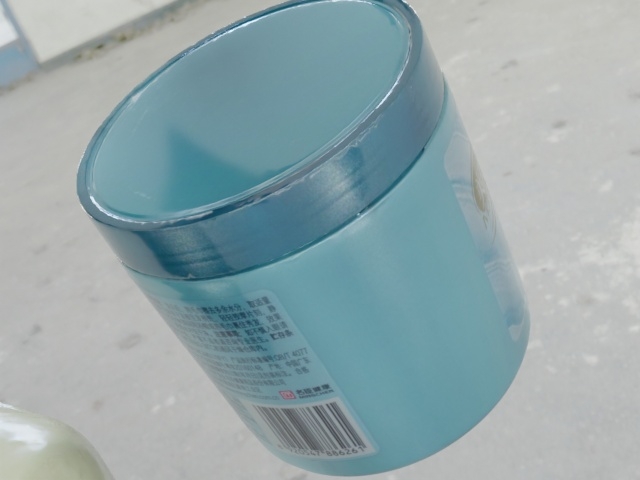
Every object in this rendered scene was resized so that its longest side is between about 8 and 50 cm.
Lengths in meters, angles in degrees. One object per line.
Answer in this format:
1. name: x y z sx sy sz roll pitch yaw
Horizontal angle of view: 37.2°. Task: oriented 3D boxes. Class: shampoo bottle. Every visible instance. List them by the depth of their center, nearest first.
1. shampoo bottle: 0.000 0.000 0.904 0.331 0.343 0.331 -19 36 14

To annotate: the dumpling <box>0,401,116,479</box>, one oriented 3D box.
1. dumpling: -0.271 0.288 0.721 0.233 0.395 0.316 -26 20 33
